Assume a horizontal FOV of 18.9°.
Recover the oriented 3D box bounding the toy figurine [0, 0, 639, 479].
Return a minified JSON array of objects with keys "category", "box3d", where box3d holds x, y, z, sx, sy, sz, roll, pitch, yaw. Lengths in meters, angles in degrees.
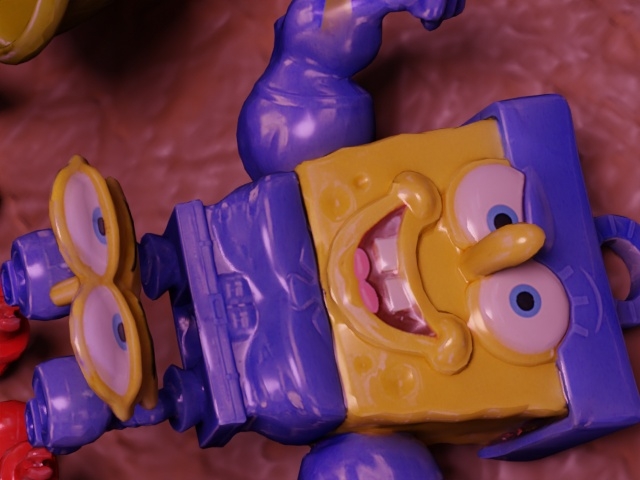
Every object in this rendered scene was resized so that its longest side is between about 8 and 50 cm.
[{"category":"toy figurine","box3d":[0.000,0.000,0.616,0.217,0.191,0.362,-6,74,-20]}]
